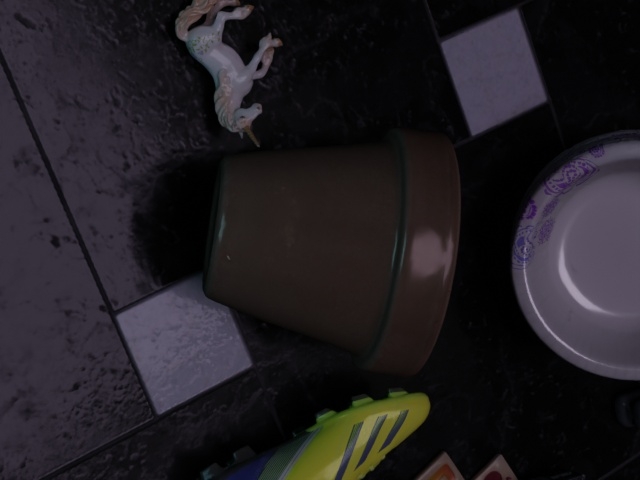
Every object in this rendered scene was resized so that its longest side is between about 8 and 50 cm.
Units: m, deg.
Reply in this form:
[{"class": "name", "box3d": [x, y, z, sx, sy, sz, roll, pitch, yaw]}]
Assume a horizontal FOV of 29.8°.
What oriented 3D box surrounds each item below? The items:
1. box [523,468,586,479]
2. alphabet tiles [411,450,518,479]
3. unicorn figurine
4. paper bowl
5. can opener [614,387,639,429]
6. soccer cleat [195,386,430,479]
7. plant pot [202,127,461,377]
[{"class": "box", "box3d": [0.246, 0.390, 1.471, 0.191, 0.045, 0.184, -8, 99, -27]}, {"class": "alphabet tiles", "box3d": [0.143, 0.433, 1.453, 0.342, 0.011, 0.285, -40, 109, -19]}, {"class": "unicorn figurine", "box3d": [-0.093, -0.187, 1.277, 0.162, 0.060, 0.111, 44, 74, -5]}, {"class": "paper bowl", "box3d": [0.366, 0.011, 1.424, 0.284, 0.148, 0.284, 2, 104, 8]}, {"class": "can opener", "box3d": [0.522, 0.224, 1.595, 0.284, 0.076, 0.095, -10, 97, -25]}, {"class": "soccer cleat", "box3d": [0.001, 0.254, 1.310, 0.289, 0.093, 0.121, -23, 76, -17]}, {"class": "plant pot", "box3d": [0.000, 0.000, 1.248, 0.229, 0.263, 0.263, 8, 90, -8]}]
